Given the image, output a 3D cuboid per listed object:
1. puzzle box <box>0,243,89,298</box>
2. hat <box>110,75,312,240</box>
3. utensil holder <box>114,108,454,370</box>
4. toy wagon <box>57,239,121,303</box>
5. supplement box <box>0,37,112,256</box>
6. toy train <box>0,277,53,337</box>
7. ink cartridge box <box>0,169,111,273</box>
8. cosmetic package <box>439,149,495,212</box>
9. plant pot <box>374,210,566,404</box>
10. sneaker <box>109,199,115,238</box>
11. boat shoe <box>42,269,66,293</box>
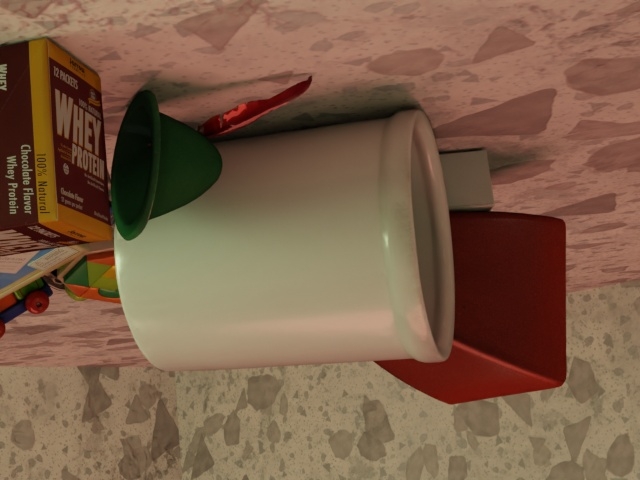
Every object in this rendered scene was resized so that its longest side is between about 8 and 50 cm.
[{"bbox_3d":[-0.572,0.025,1.630,0.409,0.052,0.272,-26,145,30],"label":"puzzle box"},{"bbox_3d":[-0.130,-0.084,1.319,0.183,0.173,0.208,5,160,-26],"label":"hat"},{"bbox_3d":[-0.037,0.010,1.493,0.385,0.327,0.327,-5,169,14],"label":"utensil holder"},{"bbox_3d":[-0.361,0.043,1.995,0.344,0.068,0.267,11,149,-33],"label":"toy wagon"},{"bbox_3d":[-0.339,-0.087,1.177,0.194,0.191,0.129,-9,169,12],"label":"supplement box"},{"bbox_3d":[-0.599,0.099,1.922,0.248,0.143,0.105,-33,-145,-18],"label":"toy train"},{"bbox_3d":[-0.389,-0.057,1.382,0.219,0.092,0.160,-38,153,30],"label":"ink cartridge box"},{"bbox_3d":[0.108,-0.044,1.845,0.284,0.097,0.377,-7,169,-4],"label":"cosmetic package"},{"bbox_3d":[0.199,0.091,1.737,0.236,0.267,0.267,16,158,-32],"label":"plant pot"},{"bbox_3d":[-0.347,-0.047,1.759,0.135,0.058,0.052,10,-143,39],"label":"sneaker"},{"bbox_3d":[-0.492,0.051,2.095,0.070,0.077,0.219,-8,167,20],"label":"boat shoe"}]
